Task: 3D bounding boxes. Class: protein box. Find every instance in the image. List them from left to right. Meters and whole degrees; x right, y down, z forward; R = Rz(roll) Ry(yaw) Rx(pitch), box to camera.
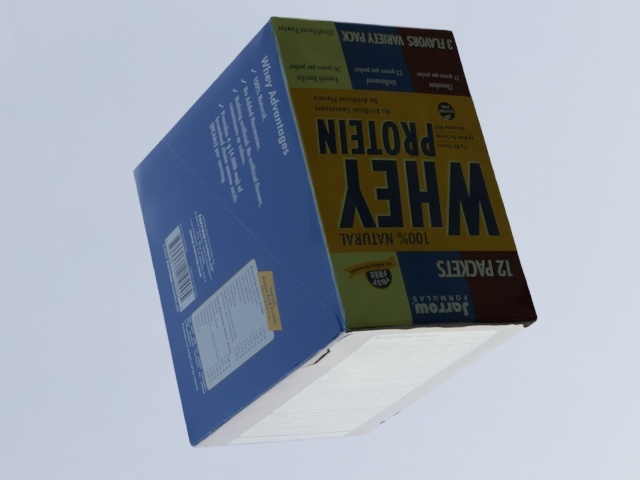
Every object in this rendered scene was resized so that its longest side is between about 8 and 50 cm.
[{"bbox_3d":[0.000,0.000,1.040,0.136,0.201,0.200,0,-114,-33],"label":"protein box"}]
